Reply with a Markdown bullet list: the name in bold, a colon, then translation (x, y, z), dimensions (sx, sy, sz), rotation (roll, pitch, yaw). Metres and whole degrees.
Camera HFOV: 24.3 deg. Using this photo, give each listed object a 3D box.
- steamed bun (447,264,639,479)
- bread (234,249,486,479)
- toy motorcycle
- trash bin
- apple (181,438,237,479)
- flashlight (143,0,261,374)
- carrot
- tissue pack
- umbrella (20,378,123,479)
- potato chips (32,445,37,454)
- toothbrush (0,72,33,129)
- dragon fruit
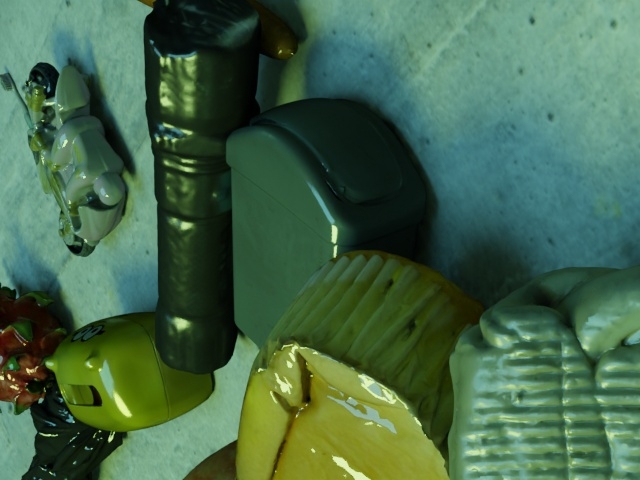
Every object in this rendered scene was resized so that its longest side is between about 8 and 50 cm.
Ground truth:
- **steamed bun**: translation (0.195, 0.123, 0.966), dimensions (0.211, 0.144, 0.218), rotation (-4, 92, 25)
- **bread**: translation (0.048, 0.144, 1.124), dimensions (0.204, 0.156, 0.288), rotation (25, 136, 24)
- **toy motorcycle**: translation (-0.263, -0.083, 1.624), dimensions (0.152, 0.073, 0.225), rotation (11, 116, 53)
- **trash bin**: translation (0.000, 0.000, 1.244), dimensions (0.177, 0.101, 0.236), rotation (37, 137, 40)
- **apple**: translation (-0.065, 0.327, 1.347), dimensions (0.251, 0.163, 0.293), rotation (47, 161, 28)
- **flashlight**: translation (-0.109, -0.038, 1.357), dimensions (0.103, 0.103, 0.424), rotation (48, 148, 34)
- **carrot**: translation (-0.090, -0.205, 1.320), dimensions (0.210, 0.061, 0.061), rotation (33, 131, 37)
- **tissue pack**: translation (-0.210, 0.143, 1.602), dimensions (0.178, 0.127, 0.123), rotation (-6, 102, 58)
- **umbrella**: translation (-0.323, 0.296, 1.864), dimensions (0.118, 0.118, 0.340), rotation (51, 142, 30)
- **potato chips**: translation (-0.329, 0.349, 1.981), dimensions (0.209, 0.026, 0.142), rotation (16, 114, 51)
- **toothbrush**: translation (-0.346, -0.136, 1.778), dimensions (0.167, 0.014, 0.011), rotation (58, 136, 21)
- **dragon fruit**: translation (-0.392, 0.112, 1.871), dimensions (0.137, 0.135, 0.236), rotation (100, 158, -46)
